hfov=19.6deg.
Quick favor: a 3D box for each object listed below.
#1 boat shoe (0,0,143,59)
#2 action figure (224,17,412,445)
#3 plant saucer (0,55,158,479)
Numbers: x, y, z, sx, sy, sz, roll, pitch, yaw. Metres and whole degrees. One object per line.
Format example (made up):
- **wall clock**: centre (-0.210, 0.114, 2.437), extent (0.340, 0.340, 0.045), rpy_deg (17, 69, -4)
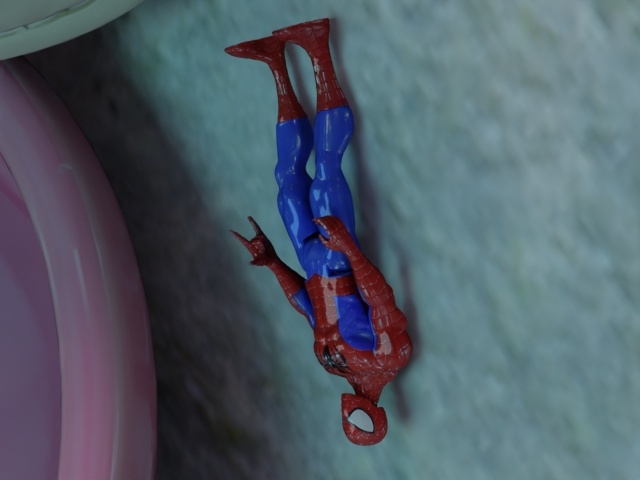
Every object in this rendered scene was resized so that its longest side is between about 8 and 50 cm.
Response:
- **boat shoe**: centre (-0.189, -0.120, 0.560), extent (0.324, 0.096, 0.116), rpy_deg (1, 132, 16)
- **action figure**: centre (0.000, 0.000, 0.503), extent (0.038, 0.030, 0.115), rpy_deg (-12, 95, 48)
- **plant saucer**: centre (-0.182, 0.075, 0.622), extent (0.332, 0.084, 0.332), rpy_deg (-7, 77, 29)
